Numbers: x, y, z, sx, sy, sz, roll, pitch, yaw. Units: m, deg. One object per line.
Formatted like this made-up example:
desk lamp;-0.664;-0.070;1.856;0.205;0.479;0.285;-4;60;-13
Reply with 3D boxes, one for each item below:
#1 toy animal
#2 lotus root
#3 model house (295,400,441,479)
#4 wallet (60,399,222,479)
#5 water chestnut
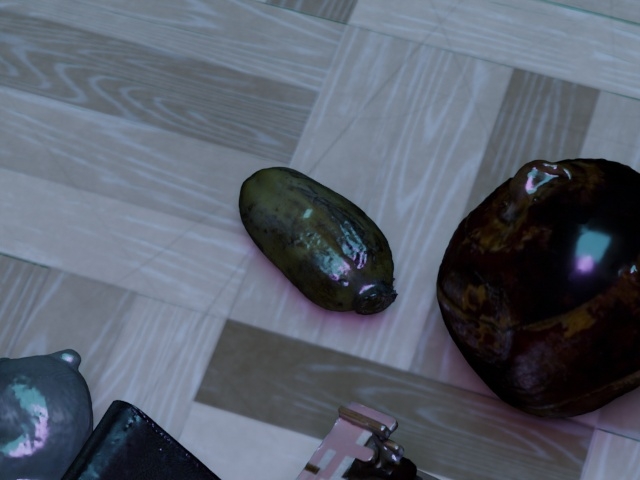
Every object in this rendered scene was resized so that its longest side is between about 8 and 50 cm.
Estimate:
toy animal;-0.235;0.202;1.482;0.138;0.108;0.236;-28;55;21
lotus root;0.000;0.000;1.611;0.089;0.080;0.179;-44;63;-5
model house;0.046;0.309;1.337;0.244;0.169;0.326;17;60;40
wallet;-0.182;0.297;1.426;0.172;0.045;0.318;44;63;-18
water chestnut;0.215;0.044;1.526;0.224;0.238;0.223;-31;38;28
